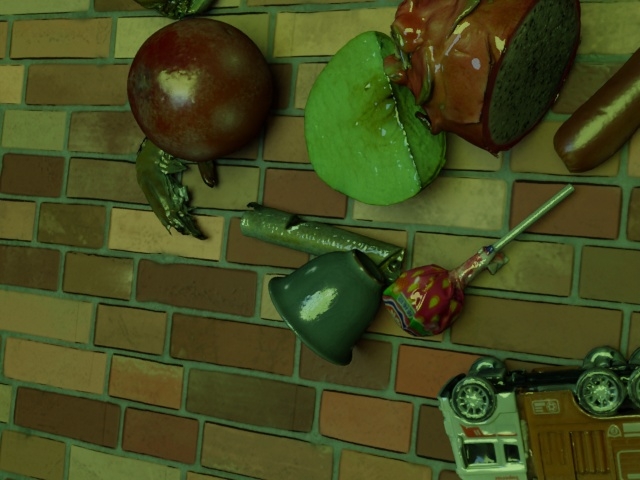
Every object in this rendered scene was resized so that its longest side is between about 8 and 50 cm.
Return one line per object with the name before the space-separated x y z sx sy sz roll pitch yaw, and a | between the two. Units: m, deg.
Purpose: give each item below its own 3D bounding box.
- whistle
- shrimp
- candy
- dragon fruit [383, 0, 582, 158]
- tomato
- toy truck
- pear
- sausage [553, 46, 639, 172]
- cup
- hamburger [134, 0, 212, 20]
whistle | 0.001 0.000 1.604 0.326 0.057 0.068 18 103 24
shrimp | -0.271 -0.121 1.741 0.173 0.058 0.253 -42 69 8
candy | 0.268 0.025 1.462 0.365 0.124 0.124 -40 72 9
dragon fruit | 0.241 -0.303 1.388 0.225 0.305 0.305 29 99 31
tomato | -0.229 -0.280 1.622 0.265 0.265 0.265 -2 86 24
toy truck | 0.385 0.283 1.352 0.387 0.173 0.207 -7 93 21
pear | 0.086 -0.189 1.541 0.239 0.139 0.288 -21 83 37
sausage | 0.486 -0.227 1.382 0.300 0.083 0.089 -48 58 13
cup | 0.031 0.092 1.507 0.150 0.199 0.199 -44 71 15
hamburger | -0.297 -0.539 1.738 0.215 0.122 0.189 40 96 25
